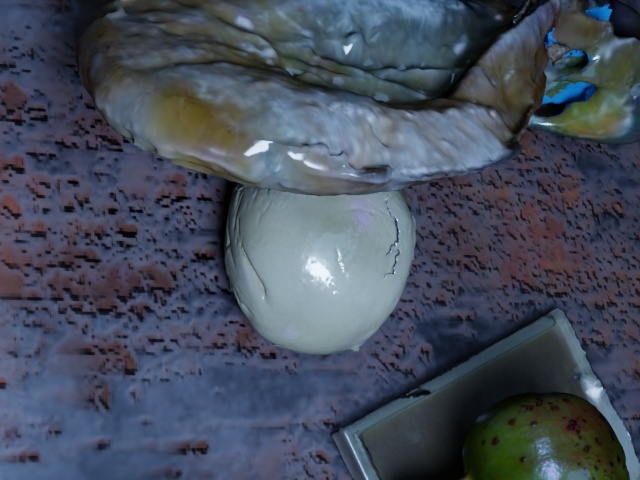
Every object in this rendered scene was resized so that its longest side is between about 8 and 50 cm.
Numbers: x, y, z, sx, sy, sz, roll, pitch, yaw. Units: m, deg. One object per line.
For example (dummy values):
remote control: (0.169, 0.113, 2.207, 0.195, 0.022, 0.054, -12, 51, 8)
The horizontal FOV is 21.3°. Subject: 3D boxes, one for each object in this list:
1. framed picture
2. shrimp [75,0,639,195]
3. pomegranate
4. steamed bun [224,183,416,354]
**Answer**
framed picture: (0.145, 0.203, 1.083, 0.209, 0.019, 0.281, -23, 88, -33)
shrimp: (0.060, -0.099, 1.033, 0.445, 0.221, 0.110, -8, 125, -39)
pomegranate: (0.115, 0.148, 1.014, 0.142, 0.114, 0.115, -13, 82, -7)
steamed bun: (0.000, 0.000, 1.015, 0.112, 0.091, 0.130, 19, 67, -22)
